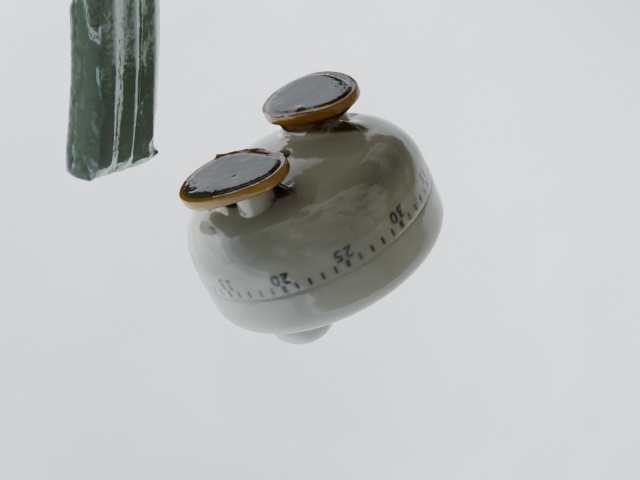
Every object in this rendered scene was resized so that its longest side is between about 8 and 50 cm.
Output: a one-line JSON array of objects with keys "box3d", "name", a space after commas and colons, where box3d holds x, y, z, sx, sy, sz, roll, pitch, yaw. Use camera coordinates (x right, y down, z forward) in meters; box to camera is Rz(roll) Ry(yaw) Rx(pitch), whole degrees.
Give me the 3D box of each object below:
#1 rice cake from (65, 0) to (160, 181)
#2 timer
[{"box3d": [-0.175, -0.173, 1.096, 0.043, 0.127, 0.237, 3, -81, 19], "name": "rice cake"}, {"box3d": [0.000, 0.000, 1.169, 0.233, 0.240, 0.233, -20, -152, 11], "name": "timer"}]
